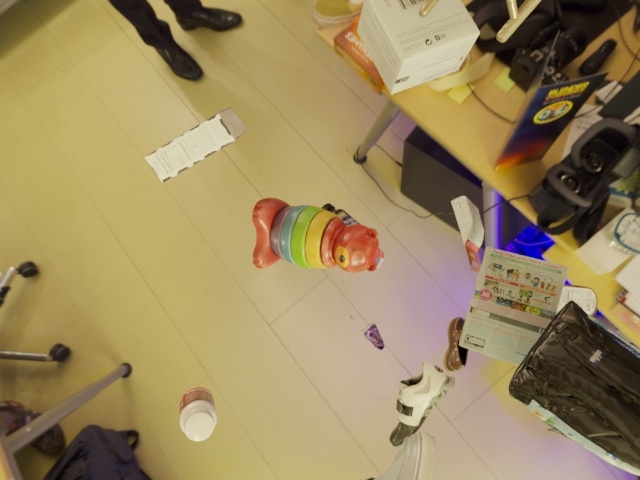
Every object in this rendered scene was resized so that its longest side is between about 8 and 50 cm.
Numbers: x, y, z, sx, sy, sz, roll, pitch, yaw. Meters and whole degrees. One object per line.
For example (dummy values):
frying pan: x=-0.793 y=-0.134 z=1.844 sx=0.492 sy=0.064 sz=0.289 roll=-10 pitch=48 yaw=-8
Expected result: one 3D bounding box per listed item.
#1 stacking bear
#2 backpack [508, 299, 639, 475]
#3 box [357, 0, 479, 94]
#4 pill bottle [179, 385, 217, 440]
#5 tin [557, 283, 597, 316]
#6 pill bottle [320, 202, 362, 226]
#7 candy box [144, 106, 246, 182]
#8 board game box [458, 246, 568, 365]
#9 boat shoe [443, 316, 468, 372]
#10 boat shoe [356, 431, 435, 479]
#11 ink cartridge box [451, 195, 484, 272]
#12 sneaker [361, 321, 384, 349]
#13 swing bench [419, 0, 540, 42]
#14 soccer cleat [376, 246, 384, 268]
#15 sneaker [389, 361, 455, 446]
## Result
stacking bear: x=0.000 y=0.000 z=1.038 sx=0.288 sy=0.164 sz=0.176 roll=13 pitch=112 yaw=28
backpack: x=0.669 y=0.368 z=1.007 sx=0.355 sy=0.273 sz=0.290 roll=31 pitch=74 yaw=38
box: x=0.200 y=-0.442 z=0.923 sx=0.180 sy=0.119 sz=0.182 roll=-23 pitch=78 yaw=-9
pill bottle: x=-0.293 y=0.413 z=1.039 sx=0.085 sy=0.152 sz=0.086 roll=0 pitch=90 yaw=-18
tin: x=0.781 y=0.189 z=1.354 sx=0.189 sy=0.040 sz=0.106 roll=6 pitch=82 yaw=-17
pill bottle: x=0.085 y=-0.045 z=1.700 sx=0.219 sy=0.123 sz=0.123 roll=41 pitch=84 yaw=21
candy box: x=-0.281 y=-0.225 z=1.006 sx=0.196 sy=0.165 sz=0.070 roll=-27 pitch=109 yaw=10
board game box: x=0.554 y=0.193 z=1.267 sx=0.223 sy=0.097 sz=0.304 roll=16 pitch=90 yaw=20
boat shoe: x=0.456 y=0.333 z=1.416 sx=0.073 sy=0.073 sz=0.207 roll=31 pitch=48 yaw=-10
boat shoe: x=0.059 y=0.319 z=0.490 sx=0.081 sy=0.079 sz=0.228 roll=24 pitch=79 yaw=8
ink cartridge box: x=0.508 y=-0.015 z=1.436 sx=0.066 sy=0.189 sz=0.233 roll=-24 pitch=70 yaw=26
sneaker: x=0.215 y=0.375 z=1.690 sx=0.068 sy=0.170 sz=0.071 roll=-41 pitch=49 yaw=-2
swing bench: x=0.302 y=-0.488 z=0.703 sx=0.254 sy=0.165 sz=0.253 roll=-35 pitch=39 yaw=2
soccer cleat: x=0.162 y=0.080 z=1.881 sx=0.247 sy=0.083 sz=0.095 roll=-4 pitch=51 yaw=38
sneaker: x=0.321 y=0.574 z=1.550 sx=0.146 sy=0.122 sz=0.331 roll=35 pitch=98 yaw=8
